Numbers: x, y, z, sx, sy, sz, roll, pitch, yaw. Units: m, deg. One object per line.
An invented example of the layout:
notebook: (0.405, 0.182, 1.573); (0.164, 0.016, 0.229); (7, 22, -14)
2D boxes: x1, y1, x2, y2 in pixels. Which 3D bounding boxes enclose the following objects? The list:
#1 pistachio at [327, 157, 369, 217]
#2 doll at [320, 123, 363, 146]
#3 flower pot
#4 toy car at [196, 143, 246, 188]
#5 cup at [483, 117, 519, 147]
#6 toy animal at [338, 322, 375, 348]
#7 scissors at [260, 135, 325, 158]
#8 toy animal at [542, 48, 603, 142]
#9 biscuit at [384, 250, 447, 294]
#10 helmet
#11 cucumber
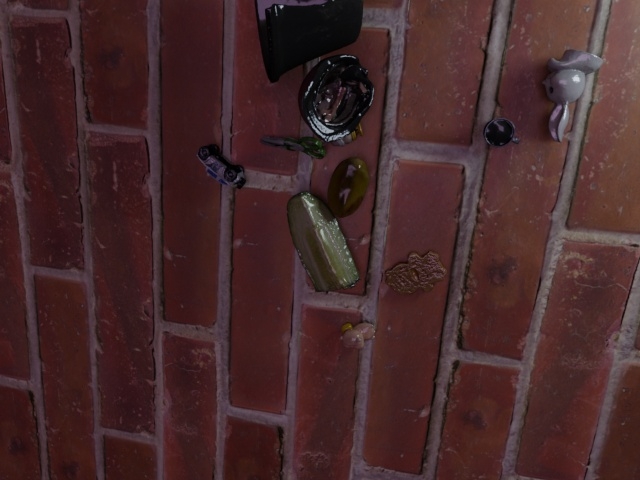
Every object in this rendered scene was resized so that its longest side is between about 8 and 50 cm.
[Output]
pistachio: (0.078, -0.161, 1.513); (0.110, 0.100, 0.189); (25, 119, 27)
doll: (0.055, -0.315, 1.485); (0.127, 0.073, 0.084); (-15, 96, 9)
flower pot: (-0.039, -0.611, 1.320); (0.251, 0.379, 0.379); (-10, 104, -8)
toy car: (-0.304, -0.223, 1.574); (0.171, 0.080, 0.070); (40, 110, -3)
cup: (0.496, -0.291, 1.404); (0.100, 0.077, 0.078); (29, 108, 3)
toy animal: (0.119, 0.315, 1.639); (0.114, 0.082, 0.091); (-9, 105, 12)
scissors: (-0.086, -0.285, 1.527); (0.205, 0.101, 0.027); (12, 71, 21)
toy animal: (0.624, -0.378, 1.341); (0.131, 0.103, 0.220); (20, 107, 3)
biscuit: (0.295, 0.106, 1.577); (0.184, 0.027, 0.133); (-39, 96, 19)
helmet: (0.025, -0.391, 1.402); (0.253, 0.154, 0.198); (-45, 119, -14)
cucumber: (-0.001, 0.000, 1.570); (0.145, 0.105, 0.325); (-17, 103, 42)
